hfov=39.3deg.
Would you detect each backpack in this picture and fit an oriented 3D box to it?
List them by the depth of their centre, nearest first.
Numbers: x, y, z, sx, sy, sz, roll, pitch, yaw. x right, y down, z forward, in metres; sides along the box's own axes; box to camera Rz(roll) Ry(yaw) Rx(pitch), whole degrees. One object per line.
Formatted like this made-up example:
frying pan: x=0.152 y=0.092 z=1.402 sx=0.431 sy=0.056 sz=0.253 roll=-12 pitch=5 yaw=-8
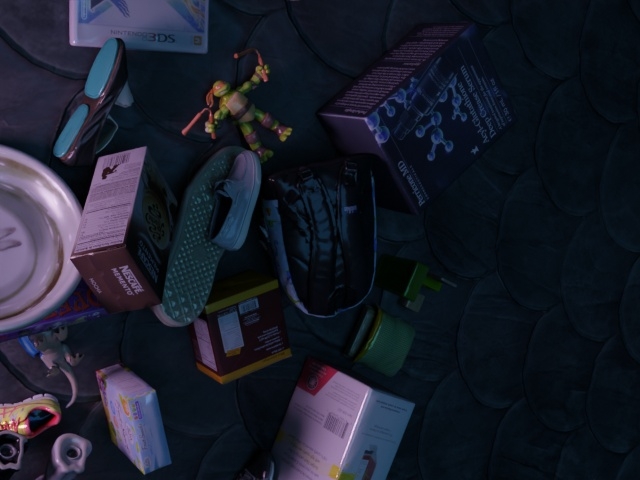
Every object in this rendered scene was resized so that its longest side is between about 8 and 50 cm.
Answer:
backpack: x=0.000 y=0.000 z=2.093 sx=0.290 sy=0.273 sz=0.355 roll=-16 pitch=94 yaw=-26

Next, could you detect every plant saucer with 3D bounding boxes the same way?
plant saucer: x=-0.644 y=0.003 z=1.682 sx=0.400 sy=0.100 sz=0.400 roll=14 pitch=58 yaw=-22

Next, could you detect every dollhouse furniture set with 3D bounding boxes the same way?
dollhouse furniture set: x=0.214 y=0.212 z=2.322 sx=0.197 sy=0.151 sz=0.301 roll=27 pitch=85 yaw=-34

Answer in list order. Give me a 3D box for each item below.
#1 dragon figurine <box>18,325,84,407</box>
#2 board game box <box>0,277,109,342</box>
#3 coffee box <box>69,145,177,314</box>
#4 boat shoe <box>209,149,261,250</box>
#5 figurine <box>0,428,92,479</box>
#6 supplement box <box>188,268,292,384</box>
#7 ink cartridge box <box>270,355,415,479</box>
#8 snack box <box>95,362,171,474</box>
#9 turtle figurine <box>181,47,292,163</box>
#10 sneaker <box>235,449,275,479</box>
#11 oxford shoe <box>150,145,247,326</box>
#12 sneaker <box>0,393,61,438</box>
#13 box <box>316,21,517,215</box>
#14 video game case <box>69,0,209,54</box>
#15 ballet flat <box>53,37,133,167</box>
dragon figurine: x=-0.565 y=0.206 z=1.844 sx=0.085 sy=0.144 sz=0.289 roll=-35 pitch=134 yaw=-22
board game box: x=-0.592 y=0.088 z=1.754 sx=0.347 sy=0.056 sz=0.208 roll=-14 pitch=69 yaw=-31
coffee box: x=-0.380 y=-0.023 z=1.776 sx=0.119 sy=0.297 sz=0.168 roll=-12 pitch=133 yaw=11
boat shoe: x=-0.189 y=-0.094 z=1.926 sx=0.081 sy=0.079 sz=0.227 roll=21 pitch=73 yaw=-41
figurine: x=-0.603 y=0.479 z=1.839 sx=0.215 sy=0.092 sz=0.209 roll=12 pitch=135 yaw=-34
supplement box: x=-0.192 y=0.195 z=2.064 sx=0.191 sy=0.129 sz=0.194 roll=-20 pitch=110 yaw=-29
ink cartridge box: x=0.027 y=0.514 z=2.184 sx=0.160 sy=0.279 sz=0.385 roll=24 pitch=87 yaw=-35
snack box: x=-0.402 y=0.376 z=1.914 sx=0.070 sy=0.207 sz=0.174 roll=-18 pitch=109 yaw=-30
turtle figurine: x=-0.180 y=-0.277 z=2.000 sx=0.217 sy=0.087 sz=0.269 roll=47 pitch=65 yaw=-24
sneaker: x=-0.203 y=0.608 z=2.168 sx=0.132 sy=0.086 sz=0.229 roll=24 pitch=87 yaw=-32
oxford shoe: x=-0.270 y=-0.017 z=1.982 sx=0.169 sy=0.130 sz=0.449 roll=33 pitch=66 yaw=-28
sneaker: x=-0.628 y=0.376 z=1.833 sx=0.208 sy=0.094 sz=0.081 roll=-22 pitch=111 yaw=-28
box: x=0.243 y=-0.306 z=2.202 sx=0.395 sy=0.212 sz=0.293 roll=-43 pitch=120 yaw=-18
video game case: x=-0.368 y=-0.560 z=1.852 sx=0.300 sy=0.036 sz=0.329 roll=-4 pitch=101 yaw=-33
ballet flat: x=-0.448 y=-0.274 z=1.832 sx=0.096 sy=0.095 sz=0.280 roll=24 pitch=96 yaw=-44
